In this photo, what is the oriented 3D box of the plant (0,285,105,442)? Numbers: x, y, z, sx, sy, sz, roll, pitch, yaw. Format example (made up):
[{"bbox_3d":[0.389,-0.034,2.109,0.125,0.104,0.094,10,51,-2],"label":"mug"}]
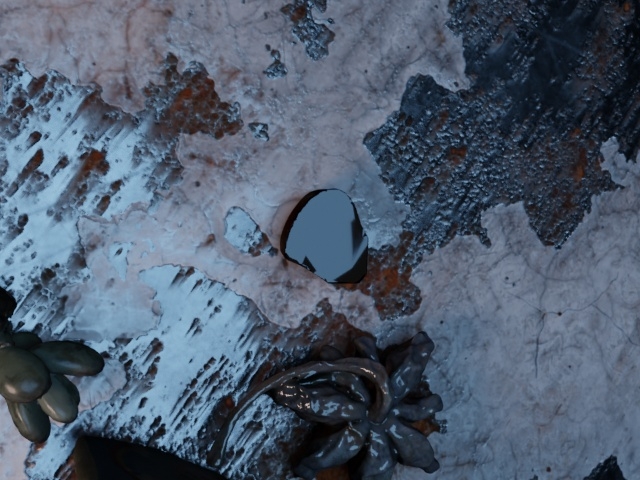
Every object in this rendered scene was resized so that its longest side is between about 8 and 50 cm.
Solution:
[{"bbox_3d":[-0.419,0.137,1.100,0.274,0.149,0.146,40,92,-13],"label":"plant"}]

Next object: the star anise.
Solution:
[{"bbox_3d":[0.054,0.270,1.275,0.316,0.139,0.359,41,75,-8],"label":"star anise"}]

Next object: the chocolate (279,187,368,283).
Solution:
[{"bbox_3d":[0.000,0.000,1.293,0.125,0.080,0.148,-26,105,-7],"label":"chocolate"}]

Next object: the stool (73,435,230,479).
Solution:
[{"bbox_3d":[-0.200,0.420,1.092,0.310,0.310,0.226,27,86,-19],"label":"stool"}]
